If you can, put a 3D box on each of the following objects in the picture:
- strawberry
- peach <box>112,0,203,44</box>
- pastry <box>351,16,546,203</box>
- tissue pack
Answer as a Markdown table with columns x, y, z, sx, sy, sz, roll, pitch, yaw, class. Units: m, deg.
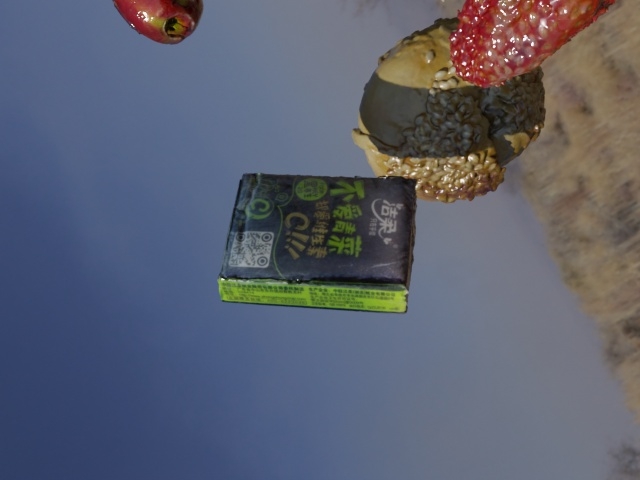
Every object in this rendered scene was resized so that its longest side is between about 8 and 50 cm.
| x | y | z | sx | sy | sz | roll | pitch | yaw | class |
| --- | --- | --- | --- | --- | --- | --- | --- | --- | --- |
| 0.238 | -0.264 | 0.854 | 0.107 | 0.175 | 0.236 | -95 | 9 | -65 | strawberry |
| -0.248 | -0.381 | 1.224 | 0.127 | 0.092 | 0.172 | -24 | -103 | -51 | peach |
| 0.215 | -0.194 | 1.270 | 0.284 | 0.315 | 0.184 | 60 | 176 | -32 | pastry |
| 0.000 | 0.000 | 1.022 | 0.073 | 0.235 | 0.173 | 80 | -165 | -56 | tissue pack |
